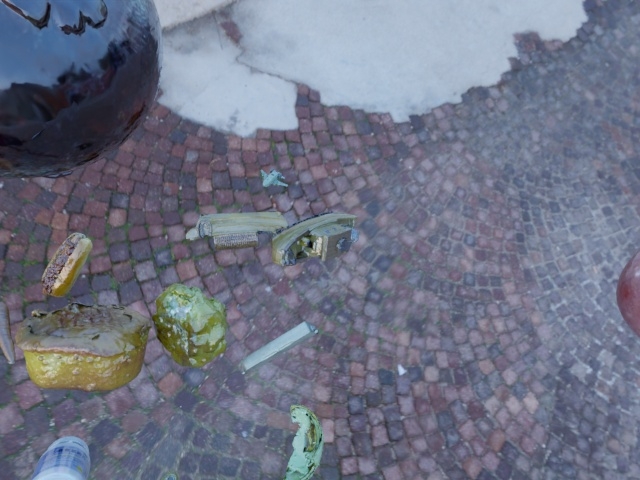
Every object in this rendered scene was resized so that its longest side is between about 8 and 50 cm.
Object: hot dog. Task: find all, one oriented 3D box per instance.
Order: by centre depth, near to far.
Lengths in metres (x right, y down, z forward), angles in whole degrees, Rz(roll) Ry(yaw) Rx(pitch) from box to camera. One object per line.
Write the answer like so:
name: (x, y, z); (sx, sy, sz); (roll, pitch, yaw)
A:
hot dog: (-0.799, 0.085, 1.466); (0.102, 0.076, 0.249); (39, 105, 8)

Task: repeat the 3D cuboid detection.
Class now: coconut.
coconut: (-0.032, 0.441, 1.010); (0.055, 0.133, 0.158); (25, 69, -34)

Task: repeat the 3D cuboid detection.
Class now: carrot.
carrot: (-0.813, 0.235, 1.206); (0.048, 0.048, 0.216); (-27, 52, -23)

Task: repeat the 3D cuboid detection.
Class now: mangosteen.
mangosteen: (-0.334, -0.209, 0.487); (0.329, 0.330, 0.331); (5, 70, -15)

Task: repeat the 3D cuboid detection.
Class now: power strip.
power strip: (-0.140, 0.349, 1.533); (0.285, 0.080, 0.048); (-33, 66, 3)

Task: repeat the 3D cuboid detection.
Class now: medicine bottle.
medicine bottle: (-0.524, 0.476, 0.950); (0.102, 0.186, 0.103); (-1, 92, -21)

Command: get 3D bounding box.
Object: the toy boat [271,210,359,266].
toy boat: (0.000, 0.000, 1.160); (0.121, 0.089, 0.321); (22, 26, 31)

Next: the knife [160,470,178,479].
knife: (-0.286, 0.448, 0.689); (0.017, 0.298, 0.047); (-37, 90, 17)

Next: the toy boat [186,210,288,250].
toy boat: (-0.253, -0.029, 1.453); (0.309, 0.089, 0.116); (-3, 89, -10)

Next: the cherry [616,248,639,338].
cherry: (0.261, 0.046, 0.307); (0.126, 0.087, 0.106); (2, 54, -21)

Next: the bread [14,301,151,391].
bread: (-0.710, 0.319, 1.424); (0.357, 0.337, 0.204); (7, 97, -6)

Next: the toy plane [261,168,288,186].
toy plane: (-0.120, -0.156, 1.177); (0.080, 0.033, 0.083); (33, 33, 8)

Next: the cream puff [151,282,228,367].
cream puff: (-0.382, 0.248, 1.451); (0.185, 0.281, 0.282); (-20, 77, -46)
